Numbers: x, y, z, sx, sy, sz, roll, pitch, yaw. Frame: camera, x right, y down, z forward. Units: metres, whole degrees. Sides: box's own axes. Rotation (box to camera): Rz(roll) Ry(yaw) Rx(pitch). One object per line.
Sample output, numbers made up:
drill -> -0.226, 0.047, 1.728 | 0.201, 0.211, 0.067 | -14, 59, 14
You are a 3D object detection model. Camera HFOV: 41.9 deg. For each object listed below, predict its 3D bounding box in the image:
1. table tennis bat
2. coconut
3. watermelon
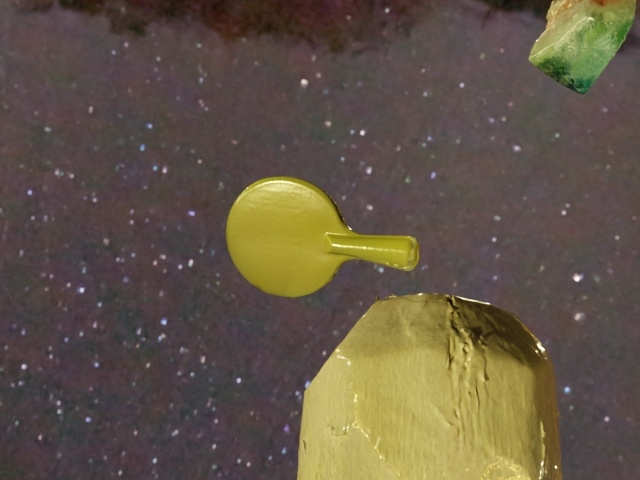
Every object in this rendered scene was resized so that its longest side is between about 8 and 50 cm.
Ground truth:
table tennis bat -> 0.000, 0.000, 1.510 | 0.368, 0.224, 0.054 | 6, -166, 17
coconut -> 0.136, 0.262, 1.055 | 0.346, 0.346, 0.361 | 11, -110, -19
watermelon -> 0.394, -0.354, 1.203 | 0.094, 0.154, 0.241 | 23, -119, -8
